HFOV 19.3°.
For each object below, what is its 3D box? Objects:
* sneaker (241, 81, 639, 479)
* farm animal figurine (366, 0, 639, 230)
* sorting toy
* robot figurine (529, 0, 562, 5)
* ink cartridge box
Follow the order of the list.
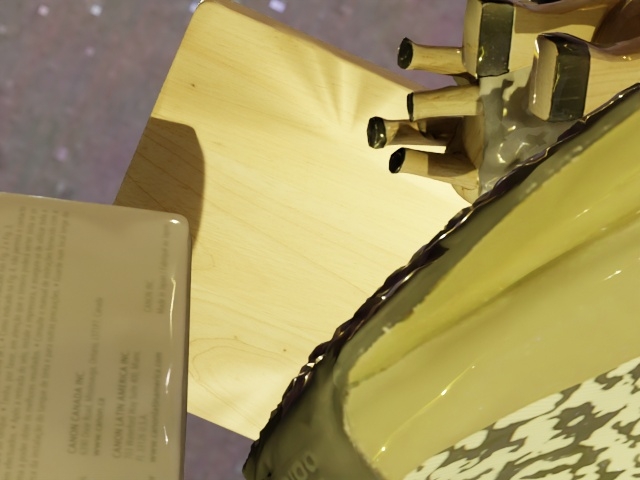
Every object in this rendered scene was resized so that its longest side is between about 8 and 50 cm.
[{"bbox_3d":[0.183,0.044,0.415,0.158,0.410,0.182,-55,-132,50],"label":"sneaker"},{"bbox_3d":[0.156,-0.067,0.681,0.330,0.172,0.327,-112,-154,-48],"label":"farm animal figurine"},{"bbox_3d":[0.000,0.000,1.195,0.089,0.257,0.255,-76,-170,-68],"label":"sorting toy"},{"bbox_3d":[0.281,-0.183,1.744,0.278,0.209,0.173,76,23,-62],"label":"robot figurine"},{"bbox_3d":[-0.260,0.091,0.946,0.308,0.385,0.091,-92,-170,-50],"label":"ink cartridge box"}]
